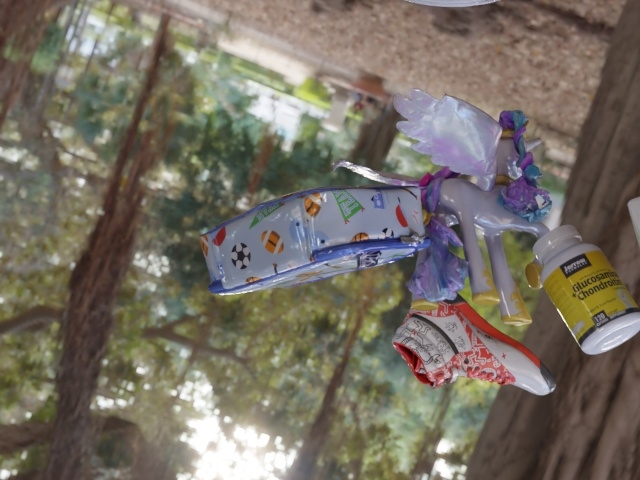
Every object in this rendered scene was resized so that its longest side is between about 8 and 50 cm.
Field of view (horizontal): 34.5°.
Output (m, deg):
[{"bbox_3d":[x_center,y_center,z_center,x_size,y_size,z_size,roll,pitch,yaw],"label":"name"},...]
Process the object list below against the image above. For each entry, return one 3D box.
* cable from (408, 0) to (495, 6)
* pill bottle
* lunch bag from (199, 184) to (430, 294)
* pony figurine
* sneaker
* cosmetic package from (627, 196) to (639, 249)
[{"bbox_3d":[0.211,-0.460,1.658,0.257,0.089,0.257,-26,-132,-26],"label":"cable"},{"bbox_3d":[0.395,0.070,1.544,0.103,0.103,0.184,14,-137,-52],"label":"pill bottle"},{"bbox_3d":[0.000,0.000,1.453,0.303,0.114,0.243,-15,172,37],"label":"lunch bag"},{"bbox_3d":[0.225,-0.066,1.666,0.351,0.363,0.303,10,160,-25],"label":"pony figurine"},{"bbox_3d":[0.243,0.203,1.682,0.270,0.145,0.090,40,161,0],"label":"sneaker"},{"bbox_3d":[0.655,-0.015,1.334,0.453,0.161,0.230,-21,149,14],"label":"cosmetic package"}]
